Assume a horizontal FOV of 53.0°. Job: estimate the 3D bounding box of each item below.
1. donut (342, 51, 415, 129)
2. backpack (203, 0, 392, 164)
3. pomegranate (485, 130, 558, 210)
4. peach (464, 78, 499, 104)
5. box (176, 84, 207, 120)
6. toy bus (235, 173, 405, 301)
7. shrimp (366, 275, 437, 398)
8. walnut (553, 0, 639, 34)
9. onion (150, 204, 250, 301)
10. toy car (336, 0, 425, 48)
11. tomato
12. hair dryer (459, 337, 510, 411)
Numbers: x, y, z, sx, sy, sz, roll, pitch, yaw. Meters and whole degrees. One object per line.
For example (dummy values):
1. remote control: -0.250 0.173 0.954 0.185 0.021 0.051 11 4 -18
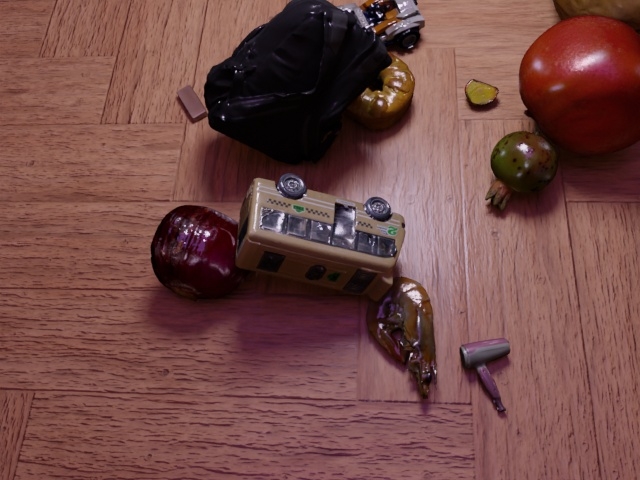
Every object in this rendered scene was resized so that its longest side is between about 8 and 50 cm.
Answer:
1. donut: 0.141 -0.403 1.707 0.226 0.114 0.227 -3 63 5
2. backpack: -0.055 -0.379 1.527 0.363 0.445 0.255 19 46 -35
3. pomegranate: 0.475 -0.169 1.544 0.159 0.159 0.205 38 101 21
4. peach: 0.427 -0.396 1.707 0.083 0.050 0.078 -23 87 5
5. box: -0.360 -0.386 1.801 0.048 0.025 0.115 -32 65 -4
6. toy bus: 0.000 0.000 1.431 0.365 0.177 0.202 13 55 -13
7. shrimp: 0.182 0.213 1.430 0.152 0.063 0.287 -7 60 5
8. walnut: 0.788 -0.708 1.679 0.353 0.308 0.398 -13 62 2
9. onion: -0.267 0.028 1.494 0.206 0.207 0.216 17 73 17
10. toy car: 0.138 -0.604 1.808 0.301 0.118 0.193 -20 66 -3
11. tomato: 0.632 -0.360 1.510 0.289 0.325 0.293 -31 31 38
12. hair dryer: 0.369 0.293 1.388 0.106 0.054 0.154 -10 73 -4
